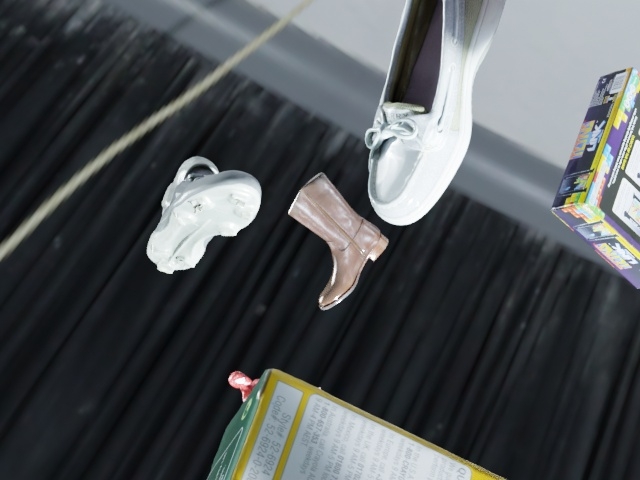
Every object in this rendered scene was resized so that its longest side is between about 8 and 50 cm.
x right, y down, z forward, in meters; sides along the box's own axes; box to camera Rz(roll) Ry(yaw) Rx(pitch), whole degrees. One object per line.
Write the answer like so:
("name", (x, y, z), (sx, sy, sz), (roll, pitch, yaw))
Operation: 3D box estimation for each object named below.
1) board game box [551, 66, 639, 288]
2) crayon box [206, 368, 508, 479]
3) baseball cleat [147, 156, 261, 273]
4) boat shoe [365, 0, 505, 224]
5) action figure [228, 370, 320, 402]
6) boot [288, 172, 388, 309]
("board game box", (0.310, -0.061, 1.484), (0.141, 0.170, 0.048), (40, 150, -27))
("crayon box", (0.075, 0.229, 0.784), (0.323, 0.203, 0.083), (26, 140, -6))
("baseball cleat", (-0.111, -0.044, 1.408), (0.072, 0.109, 0.206), (21, 151, -23))
("boat shoe", (0.113, -0.177, 1.685), (0.103, 0.320, 0.118), (19, -179, -39))
("action figure", (-0.018, 0.128, 1.130), (0.115, 0.038, 0.030), (27, 131, -8))
("boot", (0.000, 0.000, 1.549), (0.114, 0.106, 0.037), (42, 170, -24))
